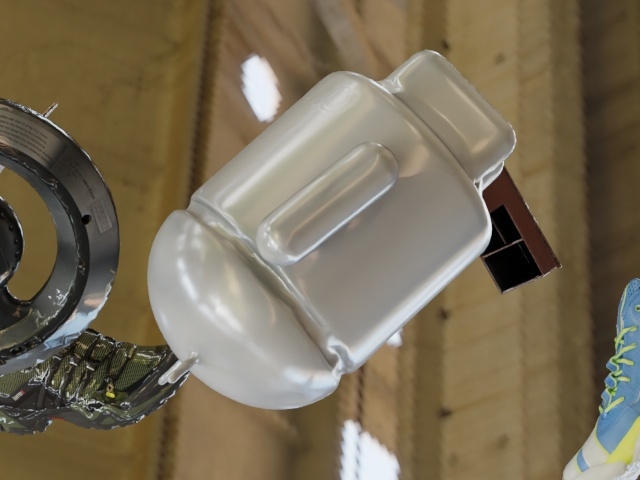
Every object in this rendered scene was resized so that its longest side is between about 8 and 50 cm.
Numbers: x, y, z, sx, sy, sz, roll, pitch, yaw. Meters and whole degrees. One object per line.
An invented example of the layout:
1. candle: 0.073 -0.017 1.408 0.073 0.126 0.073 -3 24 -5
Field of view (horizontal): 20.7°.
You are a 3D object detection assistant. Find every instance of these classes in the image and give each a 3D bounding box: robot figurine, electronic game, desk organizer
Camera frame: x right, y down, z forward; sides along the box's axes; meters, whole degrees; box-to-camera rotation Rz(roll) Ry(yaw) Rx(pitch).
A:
1. robot figurine: 0.000 0.000 1.465 0.353 0.300 0.200 -42 -101 -10
2. electronic game: -0.260 0.000 1.263 0.229 0.229 0.048 46 -164 -23
3. desk organizer: 0.175 -0.015 1.713 0.050 0.047 0.130 -35 -81 -27

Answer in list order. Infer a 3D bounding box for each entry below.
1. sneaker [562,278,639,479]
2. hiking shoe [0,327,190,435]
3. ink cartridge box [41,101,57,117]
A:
1. sneaker: 0.274 0.112 1.496 0.126 0.240 0.091 48 169 18
2. hiking shoe: -0.235 0.118 1.680 0.086 0.227 0.114 -72 -35 -57
3. ink cartridge box: -0.369 -0.010 1.569 0.060 0.275 0.239 41 -129 -9
